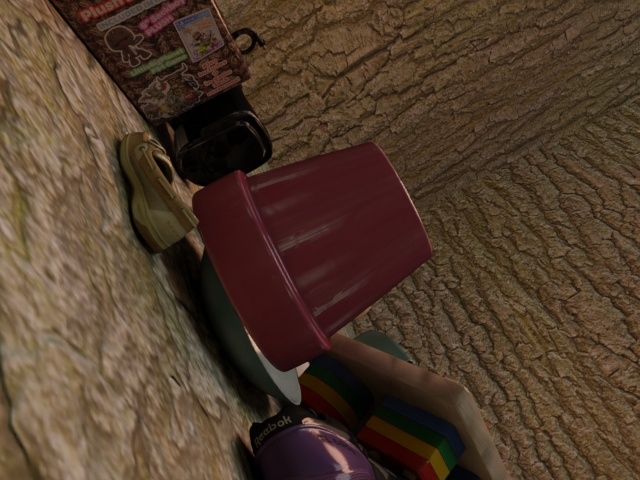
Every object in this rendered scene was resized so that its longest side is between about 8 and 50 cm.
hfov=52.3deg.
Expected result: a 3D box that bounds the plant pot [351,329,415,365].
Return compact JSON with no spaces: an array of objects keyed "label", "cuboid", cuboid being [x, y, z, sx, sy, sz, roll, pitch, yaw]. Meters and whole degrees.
[{"label":"plant pot","cuboid":[0.116,0.298,1.383,0.165,0.165,0.234,62,-2,-21]}]

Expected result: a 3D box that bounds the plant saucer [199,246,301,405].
[{"label":"plant saucer","cuboid":[-0.079,0.083,0.656,0.195,0.037,0.195,63,1,-1]}]

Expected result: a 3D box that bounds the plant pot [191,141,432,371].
[{"label":"plant pot","cuboid":[0.000,0.000,0.639,0.201,0.180,0.201,62,2,-4]}]

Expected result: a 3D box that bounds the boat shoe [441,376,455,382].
[{"label":"boat shoe","cuboid":[0.242,0.402,1.457,0.341,0.110,0.122,122,-23,-51]}]

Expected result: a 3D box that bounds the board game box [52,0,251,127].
[{"label":"board game box","cuboid":[-0.222,-0.318,0.735,0.232,0.141,0.291,64,2,29]}]

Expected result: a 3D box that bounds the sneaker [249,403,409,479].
[{"label":"sneaker","cuboid":[0.020,0.214,0.603,0.124,0.107,0.283,57,-2,28]}]

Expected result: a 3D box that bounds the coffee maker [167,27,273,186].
[{"label":"coffee maker","cuboid":[-0.134,-0.183,0.867,0.120,0.171,0.178,23,30,-49]}]

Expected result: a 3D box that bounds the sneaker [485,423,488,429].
[{"label":"sneaker","cuboid":[0.170,0.353,0.880,0.087,0.221,0.128,20,24,-15]}]

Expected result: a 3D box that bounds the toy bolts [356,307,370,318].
[{"label":"toy bolts","cuboid":[-0.032,0.027,0.874,0.218,0.228,0.159,165,-72,-68]}]

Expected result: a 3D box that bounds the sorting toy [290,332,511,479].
[{"label":"sorting toy","cuboid":[0.081,0.239,0.768,0.255,0.089,0.257,15,-36,46]}]

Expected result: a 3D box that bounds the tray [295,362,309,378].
[{"label":"tray","cuboid":[0.013,0.251,1.064,0.270,0.030,0.145,62,1,-40]}]

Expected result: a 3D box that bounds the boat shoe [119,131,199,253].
[{"label":"boat shoe","cuboid":[-0.143,-0.052,0.580,0.056,0.048,0.153,62,2,-42]}]
